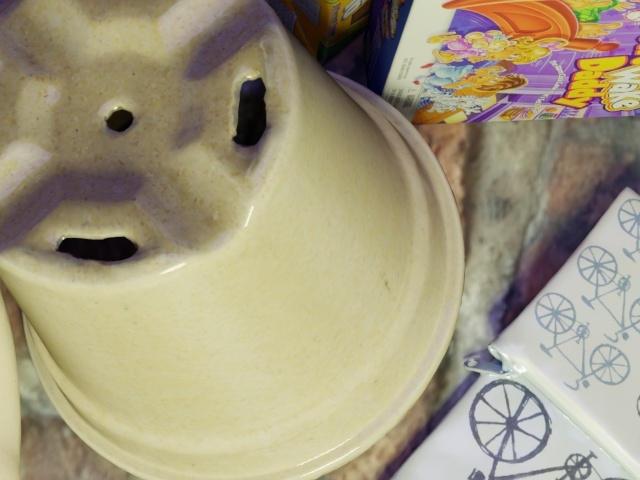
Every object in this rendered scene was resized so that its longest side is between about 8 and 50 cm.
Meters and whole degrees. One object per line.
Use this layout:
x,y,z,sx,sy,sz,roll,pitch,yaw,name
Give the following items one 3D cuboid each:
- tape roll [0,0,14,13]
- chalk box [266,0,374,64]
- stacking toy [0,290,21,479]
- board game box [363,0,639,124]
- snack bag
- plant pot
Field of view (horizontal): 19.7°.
-0.305,-0.243,1.356,0.392,0.072,0.392,3,82,-21,tape roll
0.052,-0.312,1.411,0.289,0.179,0.180,-40,80,-15,chalk box
-0.468,0.132,1.223,0.480,0.350,0.351,1,73,15,stacking toy
0.165,-0.176,1.292,0.233,0.347,0.078,-3,75,-5,board game box
0.243,0.180,1.360,0.323,0.037,0.342,42,75,7,snack bag
-0.089,-0.028,1.207,0.333,0.305,0.334,-4,69,11,plant pot
